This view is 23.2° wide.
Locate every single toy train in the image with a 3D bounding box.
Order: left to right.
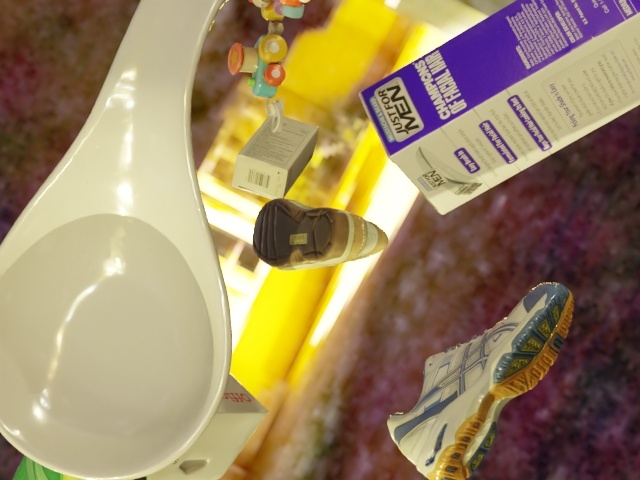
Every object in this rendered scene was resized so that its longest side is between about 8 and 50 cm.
[{"bbox_3d":[-0.046,-0.182,1.330,0.125,0.046,0.166,-103,23,-59],"label":"toy train"}]

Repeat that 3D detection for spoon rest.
[{"bbox_3d":[-0.093,-0.015,0.784,0.084,0.137,0.276,26,-101,-80],"label":"spoon rest"}]

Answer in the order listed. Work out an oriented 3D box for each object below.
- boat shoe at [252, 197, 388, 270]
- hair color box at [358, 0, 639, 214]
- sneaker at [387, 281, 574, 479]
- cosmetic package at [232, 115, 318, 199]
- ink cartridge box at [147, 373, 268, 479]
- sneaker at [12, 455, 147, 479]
[{"bbox_3d":[0.000,0.000,1.460,0.190,0.072,0.068,13,95,63],"label":"boat shoe"},{"bbox_3d":[0.236,-0.180,1.791,0.339,0.110,0.185,-31,-30,11],"label":"hair color box"},{"bbox_3d":[0.196,0.158,1.971,0.296,0.131,0.112,-52,-38,-3],"label":"sneaker"},{"bbox_3d":[-0.048,-0.091,1.675,0.115,0.060,0.041,-55,-19,-57],"label":"cosmetic package"},{"bbox_3d":[-0.177,0.131,1.499,0.093,0.212,0.154,-53,-27,14],"label":"ink cartridge box"},{"bbox_3d":[-0.222,0.278,1.327,0.123,0.109,0.295,1,78,43],"label":"sneaker"}]
